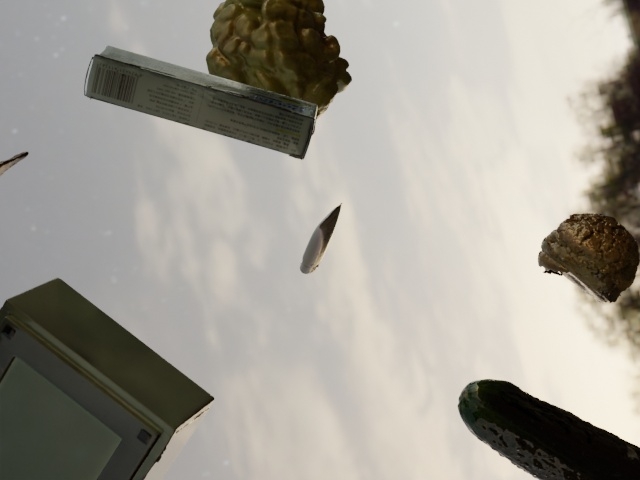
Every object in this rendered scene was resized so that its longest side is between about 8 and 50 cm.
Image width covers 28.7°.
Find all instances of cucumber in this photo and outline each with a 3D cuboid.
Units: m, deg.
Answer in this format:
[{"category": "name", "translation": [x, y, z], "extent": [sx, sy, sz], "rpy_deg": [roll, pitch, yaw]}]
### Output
[{"category": "cucumber", "translation": [0.223, 0.194, 1.146], "extent": [0.241, 0.074, 0.074], "rpy_deg": [28, -141, -18]}]

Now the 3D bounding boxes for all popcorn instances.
[{"category": "popcorn", "translation": [-0.057, -0.267, 1.823], "extent": [0.235, 0.181, 0.217], "rpy_deg": [56, -146, -15]}]

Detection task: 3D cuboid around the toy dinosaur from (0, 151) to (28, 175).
[{"category": "toy dinosaur", "translation": [-0.407, 0.063, 1.602], "extent": [0.327, 0.113, 0.206], "rpy_deg": [-117, 28, -44]}]

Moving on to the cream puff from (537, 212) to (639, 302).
[{"category": "cream puff", "translation": [0.338, 0.018, 1.547], "extent": [0.119, 0.104, 0.133], "rpy_deg": [36, 176, 5]}]

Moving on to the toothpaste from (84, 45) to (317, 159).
[{"category": "toothpaste", "translation": [-0.084, -0.100, 0.894], "extent": [0.046, 0.164, 0.034], "rpy_deg": [-82, 8, -70]}]

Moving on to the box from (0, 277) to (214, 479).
[{"category": "box", "translation": [-0.276, 0.204, 1.341], "extent": [0.225, 0.225, 0.117], "rpy_deg": [36, -162, 8]}]

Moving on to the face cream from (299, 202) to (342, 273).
[{"category": "face cream", "translation": [0.000, 0.000, 1.298], "extent": [0.038, 0.020, 0.115], "rpy_deg": [-45, -10, -29]}]
